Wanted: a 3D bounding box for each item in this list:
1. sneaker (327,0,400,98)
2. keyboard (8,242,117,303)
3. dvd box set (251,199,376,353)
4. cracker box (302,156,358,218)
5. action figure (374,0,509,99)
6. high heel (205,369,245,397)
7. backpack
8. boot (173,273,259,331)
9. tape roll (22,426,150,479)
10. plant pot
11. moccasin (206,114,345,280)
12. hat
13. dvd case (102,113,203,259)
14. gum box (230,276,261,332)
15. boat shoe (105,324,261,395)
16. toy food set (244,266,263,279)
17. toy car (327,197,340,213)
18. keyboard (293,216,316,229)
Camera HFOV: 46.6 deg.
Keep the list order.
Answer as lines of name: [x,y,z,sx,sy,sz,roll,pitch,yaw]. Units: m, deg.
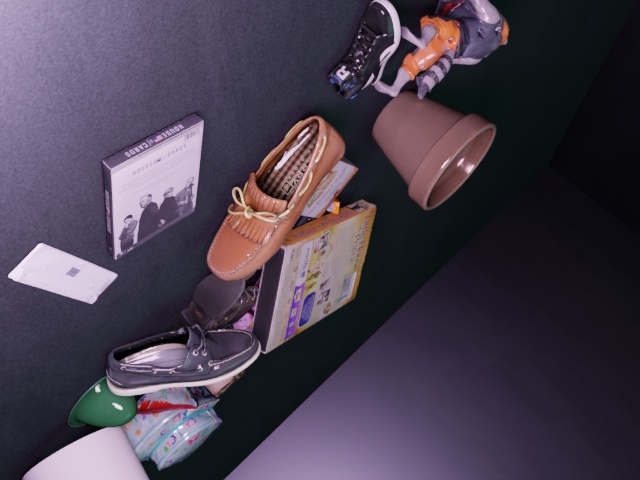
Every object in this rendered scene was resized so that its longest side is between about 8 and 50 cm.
sneaker: [0.076,-0.345,1.403,0.121,0.079,0.217,-40,163,-25]
keyboard: [-0.420,0.059,1.237,0.072,0.014,0.256,-51,163,-4]
dvd box set: [-0.012,0.083,1.941,0.420,0.062,0.307,-26,136,-51]
cracker box: [-0.017,-0.134,1.667,0.155,0.067,0.232,-52,162,12]
action figure: [0.278,-0.400,1.618,0.330,0.178,0.341,-28,154,-23]
high heel: [-0.307,0.407,2.105,0.186,0.093,0.261,-45,173,-29]
backpack: [-0.396,0.470,1.908,0.225,0.191,0.253,-46,157,12]
boot: [-0.218,0.142,1.778,0.263,0.091,0.229,-44,166,28]
tape roll: [-0.533,0.559,1.707,0.246,0.169,0.246,-31,167,-8]
plant pot: [0.258,-0.244,1.803,0.263,0.229,0.263,-41,162,-17]
moccasin: [-0.098,-0.082,1.475,0.380,0.139,0.147,-47,157,7]
hat: [-0.433,0.405,1.664,0.208,0.183,0.173,-56,160,25]
dvd case: [-0.276,-0.085,1.228,0.179,0.029,0.238,-36,159,-32]
gum box: [-0.146,0.176,1.957,0.188,0.062,0.107,-54,143,-8]
boat shoe: [-0.298,0.240,1.618,0.340,0.127,0.113,-8,130,-10]
toy food set: [-0.163,0.057,1.823,0.122,0.019,0.078,-32,158,-26]
toy car: [0.034,-0.122,1.898,0.041,0.060,0.122,3,124,-10]
keyboard: [-0.068,0.008,1.883,0.180,0.023,0.108,-53,167,-10]
